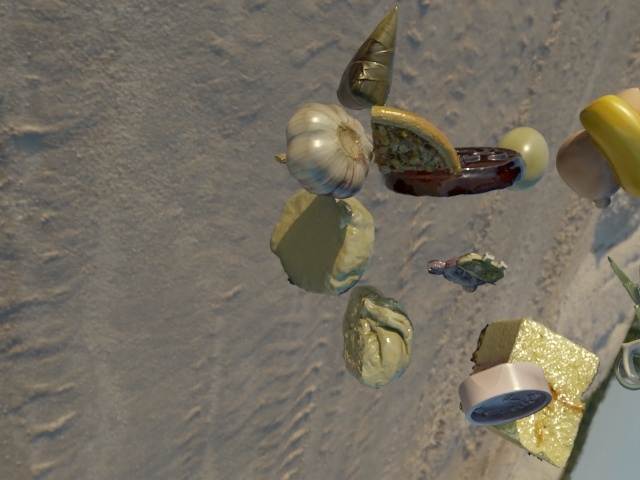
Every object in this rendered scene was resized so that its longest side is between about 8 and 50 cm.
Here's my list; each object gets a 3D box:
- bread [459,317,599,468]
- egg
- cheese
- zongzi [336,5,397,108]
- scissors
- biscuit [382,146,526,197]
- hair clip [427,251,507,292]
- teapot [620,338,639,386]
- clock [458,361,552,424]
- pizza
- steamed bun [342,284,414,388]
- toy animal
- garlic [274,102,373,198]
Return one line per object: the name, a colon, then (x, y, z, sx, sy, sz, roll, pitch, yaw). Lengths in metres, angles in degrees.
bread: (0.543, 0.395, 1.811, 0.346, 0.242, 0.405, -59, 175, -15)
egg: (0.682, -0.279, 2.269, 0.242, 0.185, 0.186, -66, 157, -23)
cheese: (0.000, 0.000, 1.867, 0.115, 0.326, 0.318, 5, 79, -47)
zongzi: (0.156, -0.558, 2.075, 0.274, 0.145, 0.300, -147, -107, -75)
scissors: (0.848, 0.192, 1.724, 0.029, 0.255, 0.384, 55, 23, -53)
biscuit: (0.379, -0.210, 1.907, 0.407, 0.407, 0.091, -28, 116, -52)
hair clip: (0.357, 0.069, 1.528, 0.187, 0.146, 0.056, 15, 61, -39)
teapot: (0.697, 0.211, 1.225, 0.208, 0.299, 0.166, -15, 83, -43)
clock: (0.414, 0.347, 1.498, 0.197, 0.196, 0.068, 73, 5, -54)
pizza: (0.125, -0.139, 1.005, 0.178, 0.130, 0.041, 37, 49, -32)
steamed bun: (0.191, 0.305, 2.095, 0.275, 0.206, 0.320, 152, -54, -69)
toy animal: (0.805, -0.245, 1.735, 0.247, 0.277, 0.345, -40, 160, -24)
garlic: (-0.017, -0.212, 1.625, 0.245, 0.253, 0.245, 13, 72, -45)
